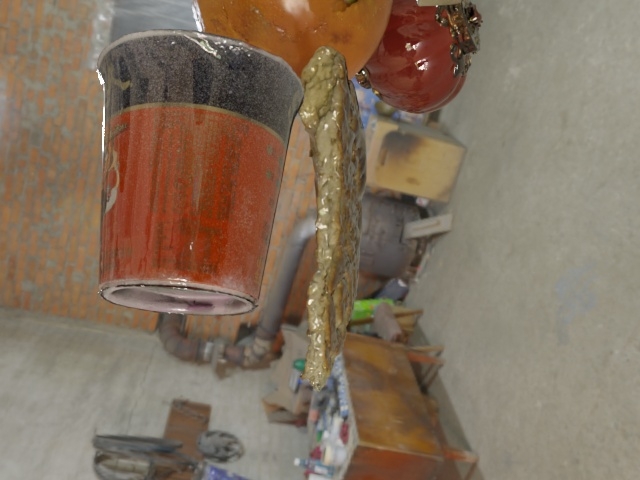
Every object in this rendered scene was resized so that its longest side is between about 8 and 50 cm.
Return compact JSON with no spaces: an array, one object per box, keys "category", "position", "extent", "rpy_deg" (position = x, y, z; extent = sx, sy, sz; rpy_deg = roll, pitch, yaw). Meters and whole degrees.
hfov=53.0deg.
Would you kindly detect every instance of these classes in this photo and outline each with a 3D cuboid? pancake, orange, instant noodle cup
[{"category":"pancake","position":[0.000,0.000,0.555],"extent":[0.266,0.057,0.244],"rpy_deg":[70,-151,-65]},{"category":"orange","position":[-0.032,-0.290,0.756],"extent":[0.240,0.240,0.240],"rpy_deg":[-168,90,-82]},{"category":"instant noodle cup","position":[-0.075,-0.030,0.371],"extent":[0.127,0.127,0.135],"rpy_deg":[127,147,-71]}]

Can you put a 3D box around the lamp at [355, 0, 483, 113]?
[{"category":"lamp","position":[0.153,-0.316,1.019],"extent":[0.227,0.227,0.227],"rpy_deg":[-168,90,-82]}]

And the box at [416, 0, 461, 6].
[{"category":"box","position":[0.073,-0.284,0.437],"extent":[0.132,0.034,0.235],"rpy_deg":[84,-176,-54]}]
